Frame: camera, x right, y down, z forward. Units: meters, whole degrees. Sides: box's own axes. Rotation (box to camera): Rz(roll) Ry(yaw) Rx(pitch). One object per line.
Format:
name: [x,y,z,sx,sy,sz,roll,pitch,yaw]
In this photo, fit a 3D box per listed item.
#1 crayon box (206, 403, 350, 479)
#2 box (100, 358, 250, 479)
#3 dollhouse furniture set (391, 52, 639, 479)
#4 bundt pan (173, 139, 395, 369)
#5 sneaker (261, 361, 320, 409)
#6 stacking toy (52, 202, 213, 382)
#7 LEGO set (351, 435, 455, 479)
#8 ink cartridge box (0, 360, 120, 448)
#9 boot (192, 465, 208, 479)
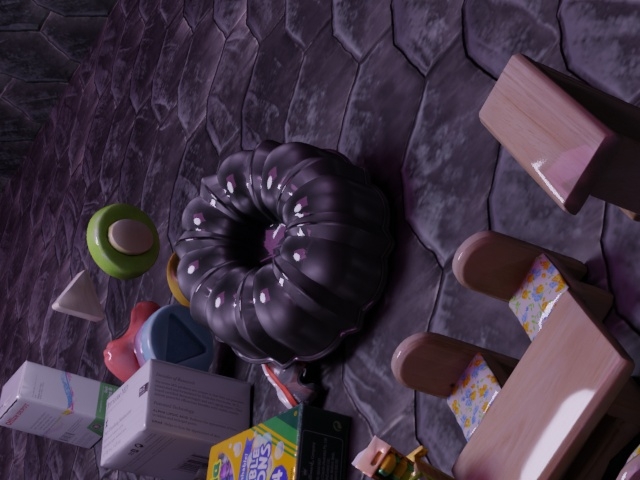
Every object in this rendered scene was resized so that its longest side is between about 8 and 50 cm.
crayon box: [-0.083,0.367,1.608,0.323,0.083,0.203,-36,43,52]
box: [-0.229,0.291,1.836,0.181,0.182,0.119,-43,38,46]
dollhouse furniture set: [0.206,0.081,1.015,0.394,0.256,0.362,-61,27,20]
bundt pan: [-0.069,0.006,1.608,0.331,0.124,0.330,-10,69,28]
sneaker: [-0.035,0.198,1.680,0.065,0.061,0.158,-41,30,1]
stacking toy: [-0.261,0.073,1.910,0.130,0.279,0.309,-25,34,43]
LEGO set: [0.112,0.305,1.162,0.287,0.132,0.107,86,165,-45]
ink cartridge box: [-0.542,0.341,2.398,0.154,0.212,0.093,-43,37,46]
boot: [-0.206,0.472,1.713,0.229,0.091,0.263,40,-118,-79]
